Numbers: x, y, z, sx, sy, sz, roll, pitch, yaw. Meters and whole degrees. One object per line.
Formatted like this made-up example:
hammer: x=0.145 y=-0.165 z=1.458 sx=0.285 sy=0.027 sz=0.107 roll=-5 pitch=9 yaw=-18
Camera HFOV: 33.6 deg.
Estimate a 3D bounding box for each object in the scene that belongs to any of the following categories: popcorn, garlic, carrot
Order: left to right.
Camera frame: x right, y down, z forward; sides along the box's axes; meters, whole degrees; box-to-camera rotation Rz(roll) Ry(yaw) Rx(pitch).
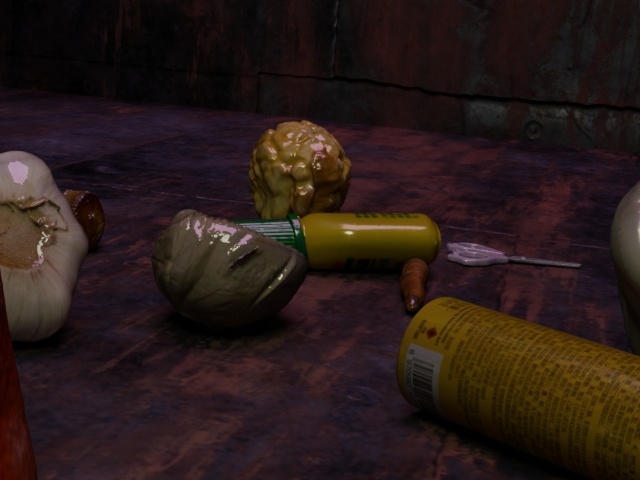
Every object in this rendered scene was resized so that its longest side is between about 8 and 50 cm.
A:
garlic: x=-0.352 y=0.016 z=1.061 sx=0.199 sy=0.199 sz=0.226 roll=-8 pitch=-8 yaw=-43
popcorn: x=-0.027 y=-0.082 z=1.524 sx=0.170 sy=0.180 sz=0.180 roll=24 pitch=16 yaw=5
carrot: x=0.112 y=0.054 z=1.285 sx=0.035 sy=0.036 sz=0.165 roll=6 pitch=16 yaw=7

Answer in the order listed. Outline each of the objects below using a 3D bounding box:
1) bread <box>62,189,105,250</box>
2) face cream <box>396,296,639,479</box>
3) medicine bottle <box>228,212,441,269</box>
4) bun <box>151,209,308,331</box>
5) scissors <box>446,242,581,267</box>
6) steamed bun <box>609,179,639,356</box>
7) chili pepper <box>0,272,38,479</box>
bread: x=-0.312 y=-0.026 z=1.387 sx=0.053 sy=0.085 sz=0.085 roll=1 pitch=12 yaw=15
face cream: x=0.221 y=0.134 z=0.820 sx=0.105 sy=0.105 sz=0.348 roll=-9 pitch=18 yaw=-44
medicine bottle: x=0.000 y=0.000 z=1.379 sx=0.309 sy=0.076 sz=0.111 roll=1 pitch=-9 yaw=-9
bun: x=-0.103 y=0.038 z=1.113 sx=0.166 sy=0.113 sz=0.173 roll=18 pitch=-4 yaw=32
scissors: x=0.272 y=0.026 z=1.496 sx=0.189 sy=0.015 sz=0.100 roll=7 pitch=15 yaw=4
steamed bun: x=0.435 y=0.044 z=0.957 sx=0.342 sy=0.255 sz=0.368 roll=29 pitch=52 yaw=22
chili pepper: x=-0.241 y=0.068 z=0.546 sx=0.229 sy=0.305 sz=0.251 roll=10 pitch=12 yaw=17
